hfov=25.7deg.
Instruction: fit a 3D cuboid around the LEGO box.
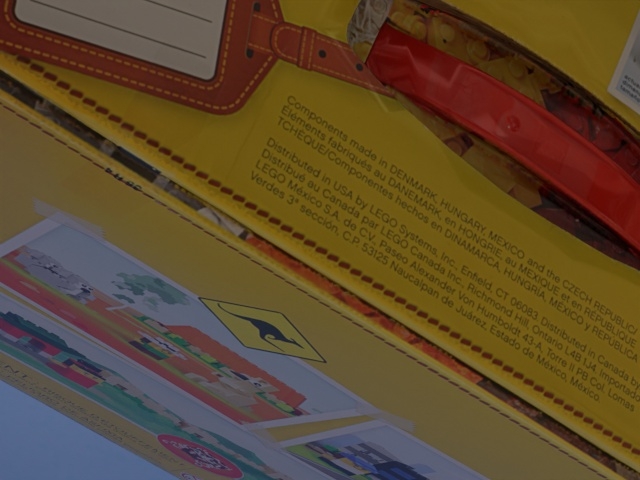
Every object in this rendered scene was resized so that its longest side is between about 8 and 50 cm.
[{"bbox_3d":[0.000,0.000,0.665,0.500,0.372,0.193,33,-114,-19],"label":"LEGO box"}]
